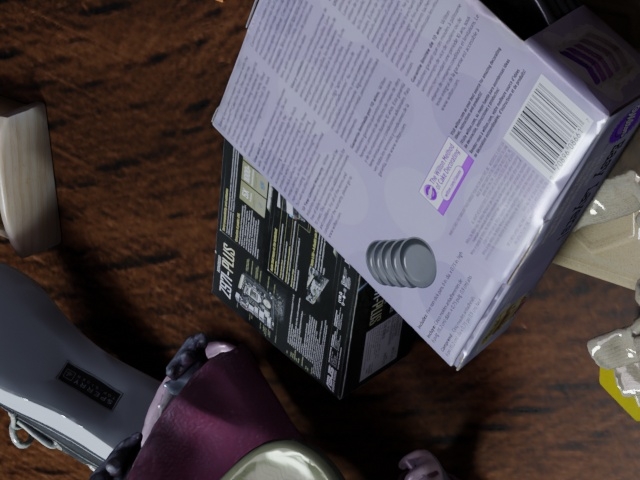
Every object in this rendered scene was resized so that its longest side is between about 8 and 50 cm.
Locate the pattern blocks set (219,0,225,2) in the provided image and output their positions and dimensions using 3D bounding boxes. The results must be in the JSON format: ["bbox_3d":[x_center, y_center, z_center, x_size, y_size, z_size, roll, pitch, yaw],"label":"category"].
[{"bbox_3d":[-0.043,-0.272,1.399,0.325,0.026,0.285,45,137,22],"label":"pattern blocks set"}]

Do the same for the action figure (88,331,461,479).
[{"bbox_3d":[-0.005,0.257,1.512,0.370,0.248,0.276,36,174,-3],"label":"action figure"}]

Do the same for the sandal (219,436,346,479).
[{"bbox_3d":[-0.084,0.271,1.352,0.120,0.303,0.086,38,178,11],"label":"sandal"}]

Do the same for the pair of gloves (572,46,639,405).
[{"bbox_3d":[0.212,0.003,1.192,0.240,0.042,0.204,62,144,9],"label":"pair of gloves"}]

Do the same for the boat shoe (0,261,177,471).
[{"bbox_3d":[-0.233,0.126,1.725,0.306,0.113,0.105,29,146,0],"label":"boat shoe"}]

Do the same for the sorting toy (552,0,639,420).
[{"bbox_3d":[0.212,-0.021,1.245,0.229,0.041,0.307,17,122,38],"label":"sorting toy"}]

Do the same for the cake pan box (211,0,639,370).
[{"bbox_3d":[0.062,-0.088,1.222,0.246,0.070,0.267,43,140,17],"label":"cake pan box"}]

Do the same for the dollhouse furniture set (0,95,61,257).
[{"bbox_3d":[-0.410,0.008,1.739,0.198,0.303,0.286,20,124,42],"label":"dollhouse furniture set"}]

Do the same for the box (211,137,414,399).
[{"bbox_3d":[0.000,0.000,1.441,0.147,0.077,0.180,38,141,29],"label":"box"}]
